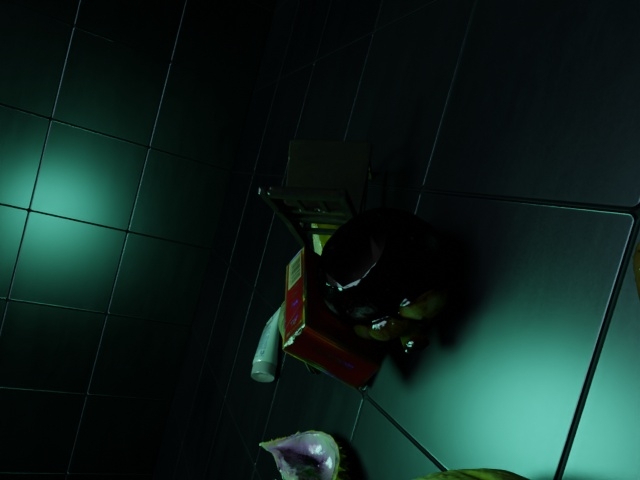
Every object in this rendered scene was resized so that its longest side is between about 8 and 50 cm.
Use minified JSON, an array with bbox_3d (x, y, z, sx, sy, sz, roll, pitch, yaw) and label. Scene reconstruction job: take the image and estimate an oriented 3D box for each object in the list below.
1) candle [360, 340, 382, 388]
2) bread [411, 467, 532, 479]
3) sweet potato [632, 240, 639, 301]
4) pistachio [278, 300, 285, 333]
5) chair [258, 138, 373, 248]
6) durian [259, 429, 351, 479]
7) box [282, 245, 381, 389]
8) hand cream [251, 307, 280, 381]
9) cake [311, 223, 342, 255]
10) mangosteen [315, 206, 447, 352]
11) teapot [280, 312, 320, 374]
[{"bbox_3d":[0.101,0.291,1.102,0.052,0.052,0.130,44,118,62],"label":"candle"},{"bbox_3d":[0.176,0.417,0.575,0.320,0.321,0.237,-22,65,60],"label":"bread"},{"bbox_3d":[0.413,0.114,0.533,0.057,0.057,0.264,-43,42,50],"label":"sweet potato"},{"bbox_3d":[-0.067,0.238,1.421,0.124,0.124,0.185,-121,33,-57],"label":"pistachio"},{"bbox_3d":[0.011,-0.140,1.106,0.416,0.203,0.240,60,-143,-71],"label":"chair"},{"bbox_3d":[-0.009,0.547,1.117,0.186,0.154,0.260,-48,27,7],"label":"durian"},{"bbox_3d":[0.020,0.162,1.074,0.089,0.197,0.313,-48,20,22],"label":"box"},{"bbox_3d":[-0.184,0.369,1.652,0.133,0.083,0.248,-47,27,45],"label":"hand cream"},{"bbox_3d":[0.002,0.002,1.399,0.185,0.116,0.079,-62,30,18],"label":"cake"},{"bbox_3d":[0.129,0.077,0.941,0.288,0.233,0.287,-19,52,27],"label":"mangosteen"},{"bbox_3d":[-0.010,0.253,1.240,0.173,0.182,0.269,-19,26,11],"label":"teapot"}]
